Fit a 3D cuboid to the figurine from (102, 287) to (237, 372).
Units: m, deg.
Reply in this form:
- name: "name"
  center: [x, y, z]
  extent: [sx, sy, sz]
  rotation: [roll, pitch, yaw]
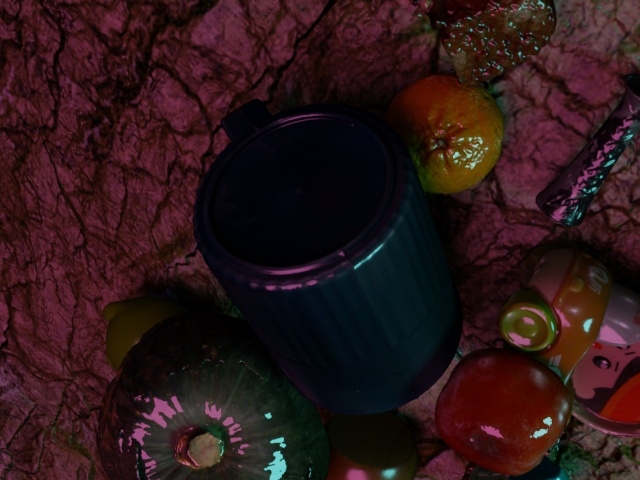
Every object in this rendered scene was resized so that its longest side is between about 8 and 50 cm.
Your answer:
- name: "figurine"
  center: [-0.215, 0.162, 1.163]
  extent: [0.263, 0.143, 0.162]
  rotation: [7, 117, 10]

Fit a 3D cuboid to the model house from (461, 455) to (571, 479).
- name: "model house"
  center: [0.280, 0.348, 1.025]
  extent: [0.148, 0.127, 0.100]
  rotation: [-25, 106, 39]

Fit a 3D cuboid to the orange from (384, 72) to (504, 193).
- name: "orange"
  center: [0.132, -0.117, 0.815]
  extent: [0.135, 0.117, 0.136]
  rotation: [4, 99, 29]

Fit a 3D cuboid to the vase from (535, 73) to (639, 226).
- name: "vase"
  center: [0.297, -0.092, 0.785]
  extent: [0.059, 0.059, 0.167]
  rotation: [32, 128, 6]

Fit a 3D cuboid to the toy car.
- name: "toy car"
  center: [0.315, 0.131, 0.853]
  extent: [0.235, 0.145, 0.235]
  rotation: [14, 123, 23]

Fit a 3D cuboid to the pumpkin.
- name: "pumpkin"
  center: [-0.146, 0.260, 0.986]
  extent: [0.328, 0.291, 0.257]
  rotation: [56, 172, -2]

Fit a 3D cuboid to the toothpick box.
- name: "toothpick box"
  center: [0.057, 0.410, 1.148]
  extent: [0.192, 0.192, 0.295]
  rotation: [16, 119, 17]

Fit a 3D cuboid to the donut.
- name: "donut"
  center: [0.146, -0.271, 0.723]
  extent: [0.126, 0.144, 0.187]
  rotation: [-18, 70, 28]

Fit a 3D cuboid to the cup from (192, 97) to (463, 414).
- name: "cup"
  center: [0.018, 0.000, 0.833]
  extent: [0.242, 0.308, 0.292]
  rotation: [-8, 146, 15]

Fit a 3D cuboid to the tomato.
- name: "tomato"
  center: [0.190, 0.203, 0.814]
  extent: [0.139, 0.091, 0.159]
  rotation: [35, 131, 13]
